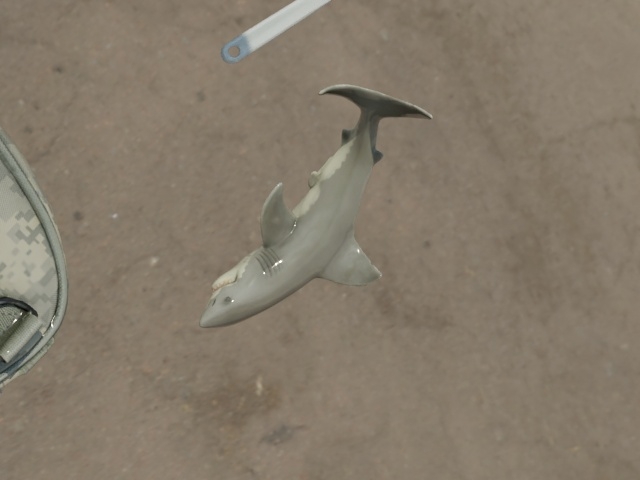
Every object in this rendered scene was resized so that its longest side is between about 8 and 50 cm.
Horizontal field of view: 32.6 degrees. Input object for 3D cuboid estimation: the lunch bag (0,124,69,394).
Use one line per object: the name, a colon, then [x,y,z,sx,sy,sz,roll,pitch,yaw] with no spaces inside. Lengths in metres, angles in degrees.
lunch bag: [-0.289,-0.010,0.708,0.256,0.305,0.213,44,74,-12]

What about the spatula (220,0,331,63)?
spatula: [-0.003,-0.247,0.818,0.168,0.242,0.019,57,-1,-20]

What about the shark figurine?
shark figurine: [0.020,-0.020,0.995,0.116,0.278,0.166,41,21,16]
